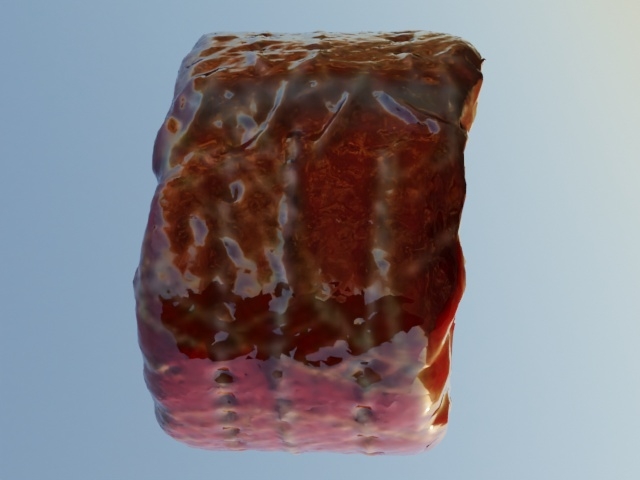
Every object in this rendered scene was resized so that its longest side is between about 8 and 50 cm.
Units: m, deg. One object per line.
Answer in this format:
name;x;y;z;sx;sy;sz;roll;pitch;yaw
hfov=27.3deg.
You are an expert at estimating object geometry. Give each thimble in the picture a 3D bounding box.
thimble;0.000;0.000;1.014;0.350;0.230;0.350;3;-90;-86
